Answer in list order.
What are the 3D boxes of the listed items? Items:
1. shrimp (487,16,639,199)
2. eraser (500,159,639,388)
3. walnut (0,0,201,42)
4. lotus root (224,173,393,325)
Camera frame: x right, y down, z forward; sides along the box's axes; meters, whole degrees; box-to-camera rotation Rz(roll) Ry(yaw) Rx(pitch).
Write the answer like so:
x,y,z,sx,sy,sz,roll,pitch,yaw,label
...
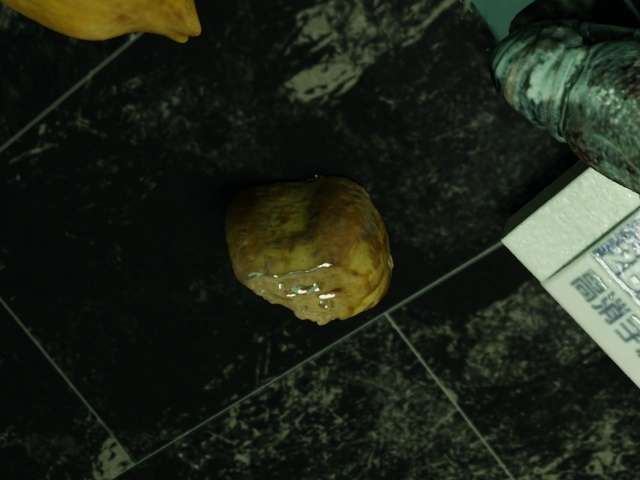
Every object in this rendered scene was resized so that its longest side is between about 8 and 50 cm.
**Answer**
x,y,z,sx,sy,sz,roll,pitch,yaw,label
0.278,-0.092,0.850,0.372,0.137,0.172,26,120,32,shrimp
0.264,0.031,1.002,0.210,0.068,0.124,46,118,-4,eraser
-0.218,-0.278,0.951,0.336,0.209,0.209,42,118,-14,walnut
-0.002,0.004,1.052,0.159,0.135,0.095,28,117,-11,lotus root
